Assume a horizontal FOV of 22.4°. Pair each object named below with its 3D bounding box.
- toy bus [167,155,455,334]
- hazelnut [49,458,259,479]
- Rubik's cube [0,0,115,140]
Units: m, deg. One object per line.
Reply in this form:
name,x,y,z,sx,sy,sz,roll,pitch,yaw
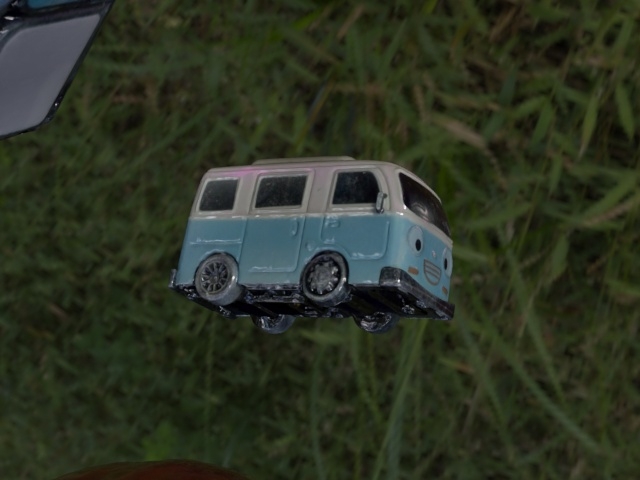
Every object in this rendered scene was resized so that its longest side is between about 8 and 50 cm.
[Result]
toy bus,0.000,0.000,0.733,0.123,0.075,0.060,-1,161,31
hazelnut,-0.180,0.365,1.342,0.420,0.421,0.353,-4,90,23
Rubik's cube,-0.348,-0.266,1.274,0.316,0.313,0.318,40,119,13
